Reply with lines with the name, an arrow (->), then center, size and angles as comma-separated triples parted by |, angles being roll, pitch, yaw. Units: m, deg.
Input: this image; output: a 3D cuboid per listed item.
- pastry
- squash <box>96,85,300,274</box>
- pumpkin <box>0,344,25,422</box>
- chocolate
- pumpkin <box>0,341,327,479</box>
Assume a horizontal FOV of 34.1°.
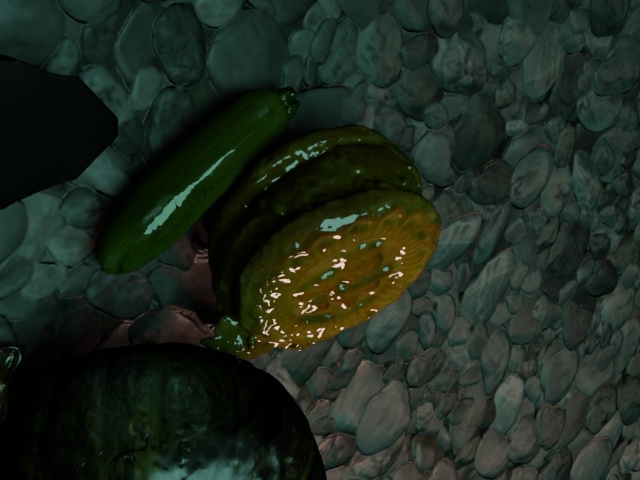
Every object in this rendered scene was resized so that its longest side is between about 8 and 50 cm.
pastry -> 0.000, 0.000, 1.030 | 0.240, 0.132, 0.235 | -4, 142, -37
squash -> -0.112, -0.066, 0.971 | 0.258, 0.069, 0.069 | -46, 131, -18
pumpkin -> -0.310, 0.123, 0.900 | 0.101, 0.035, 0.073 | 8, 90, -39
chocolate -> -0.250, -0.093, 0.835 | 0.148, 0.080, 0.125 | 9, 113, -49
pumpkin -> -0.146, 0.243, 0.948 | 0.320, 0.192, 0.321 | -9, 116, -18
